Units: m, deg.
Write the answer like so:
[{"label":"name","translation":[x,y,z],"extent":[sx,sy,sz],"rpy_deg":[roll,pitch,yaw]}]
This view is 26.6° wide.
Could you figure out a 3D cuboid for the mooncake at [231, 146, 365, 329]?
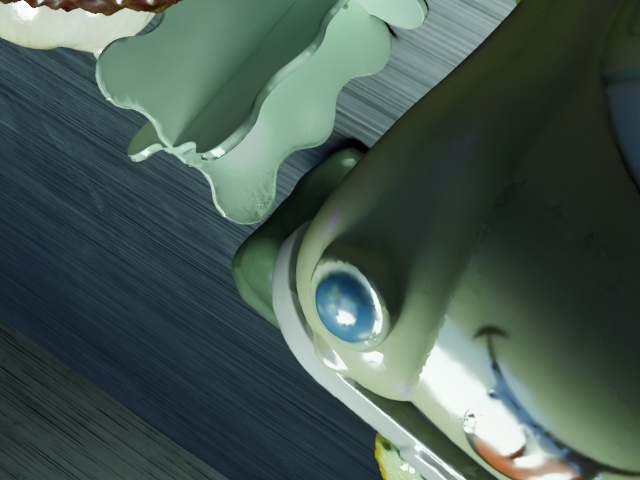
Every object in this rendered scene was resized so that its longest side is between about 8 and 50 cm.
[{"label":"mooncake","translation":[0.000,0.000,1.213],"extent":[0.104,0.175,0.168],"rpy_deg":[46,123,-4]}]

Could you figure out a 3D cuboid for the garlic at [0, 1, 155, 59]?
[{"label":"garlic","translation":[-0.234,-0.261,1.000],"extent":[0.184,0.203,0.281],"rpy_deg":[12,-165,-36]}]

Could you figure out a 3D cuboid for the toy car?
[{"label":"toy car","translation":[0.172,-0.034,0.566],"extent":[0.242,0.336,0.226],"rpy_deg":[40,159,-6]}]

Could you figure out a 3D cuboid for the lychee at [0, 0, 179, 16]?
[{"label":"lychee","translation":[-0.130,-0.239,0.794],"extent":[0.271,0.236,0.236],"rpy_deg":[-20,128,26]}]

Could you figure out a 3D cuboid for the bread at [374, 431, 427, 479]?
[{"label":"bread","translation":[0.267,0.201,1.103],"extent":[0.395,0.239,0.264],"rpy_deg":[26,161,24]}]

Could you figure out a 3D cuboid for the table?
[{"label":"table","translation":[-0.048,-0.128,0.956],"extent":[0.166,0.198,0.166],"rpy_deg":[34,161,13]}]
